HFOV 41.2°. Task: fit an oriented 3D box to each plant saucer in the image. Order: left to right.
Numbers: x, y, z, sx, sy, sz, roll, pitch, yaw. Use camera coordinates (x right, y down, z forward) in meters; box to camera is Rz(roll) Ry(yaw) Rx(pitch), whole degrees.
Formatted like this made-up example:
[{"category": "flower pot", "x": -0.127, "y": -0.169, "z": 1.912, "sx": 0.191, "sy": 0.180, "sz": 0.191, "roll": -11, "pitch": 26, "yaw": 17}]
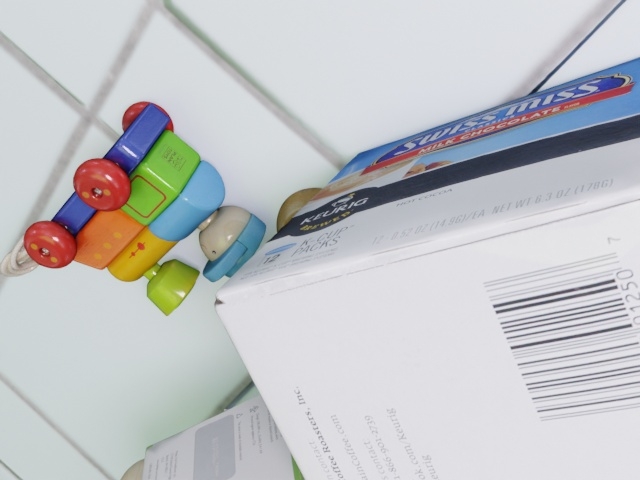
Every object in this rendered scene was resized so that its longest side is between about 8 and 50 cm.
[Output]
[{"category": "plant saucer", "x": 0.000, "y": 0.000, "z": 0.662, "sx": 0.083, "sy": 0.015, "sz": 0.083, "roll": 12, "pitch": 122, "yaw": 21}]

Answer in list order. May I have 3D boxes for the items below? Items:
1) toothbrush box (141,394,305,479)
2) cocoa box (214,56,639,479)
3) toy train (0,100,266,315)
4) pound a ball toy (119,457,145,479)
[{"category": "toothbrush box", "x": -0.005, "y": 0.273, "z": 0.560, "sx": 0.122, "sy": 0.206, "sz": 0.283, "roll": -24, "pitch": 110, "yaw": 2}, {"category": "cocoa box", "x": 0.145, "y": 0.104, "z": 0.511, "sx": 0.231, "sy": 0.228, "sz": 0.347, "roll": -16, "pitch": 108, "yaw": 31}, {"category": "toy train", "x": -0.165, "y": 0.011, "z": 0.710, "sx": 0.143, "sy": 0.105, "sz": 0.248, "roll": 40, "pitch": 128, "yaw": -15}, {"category": "pound a ball toy", "x": -0.030, "y": 0.292, "z": 0.747, "sx": 0.208, "sy": 0.135, "sz": 0.319, "roll": -15, "pitch": 110, "yaw": 0}]
